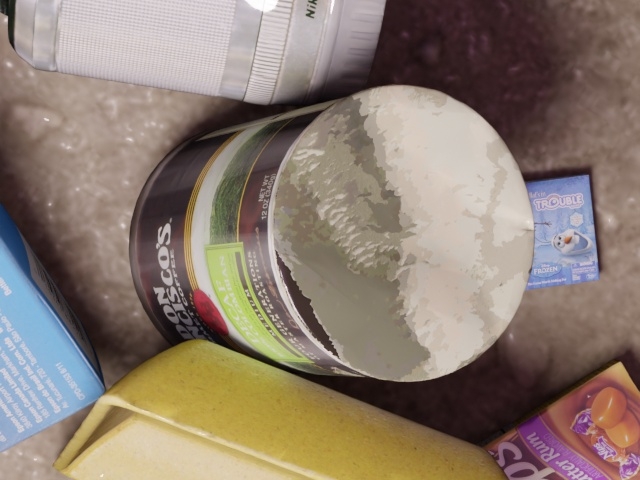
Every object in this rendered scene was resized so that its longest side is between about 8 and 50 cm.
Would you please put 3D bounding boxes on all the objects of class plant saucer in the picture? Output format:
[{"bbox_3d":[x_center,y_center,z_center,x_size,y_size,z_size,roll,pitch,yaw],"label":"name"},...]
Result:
[{"bbox_3d":[-0.022,0.174,1.376,0.332,0.333,0.081,21,70,-8],"label":"plant saucer"}]

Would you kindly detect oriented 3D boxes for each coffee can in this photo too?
[{"bbox_3d":[0.000,0.000,1.321,0.201,0.275,0.202,2,86,-26],"label":"coffee can"}]

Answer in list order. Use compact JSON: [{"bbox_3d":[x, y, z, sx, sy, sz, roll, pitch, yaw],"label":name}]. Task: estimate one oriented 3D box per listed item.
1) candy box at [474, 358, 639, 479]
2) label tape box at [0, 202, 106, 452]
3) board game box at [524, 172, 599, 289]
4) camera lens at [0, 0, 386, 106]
[{"bbox_3d":[0.198,0.193,1.499,0.186,0.053,0.109,-33,88,2],"label":"candy box"},{"bbox_3d":[-0.375,0.090,1.367,0.347,0.115,0.249,-27,127,1],"label":"label tape box"},{"bbox_3d":[0.182,-0.006,1.493,0.090,0.020,0.090,-8,98,-4],"label":"board game box"},{"bbox_3d":[-0.093,-0.219,1.337,0.274,0.219,0.219,9,98,-6],"label":"camera lens"}]
